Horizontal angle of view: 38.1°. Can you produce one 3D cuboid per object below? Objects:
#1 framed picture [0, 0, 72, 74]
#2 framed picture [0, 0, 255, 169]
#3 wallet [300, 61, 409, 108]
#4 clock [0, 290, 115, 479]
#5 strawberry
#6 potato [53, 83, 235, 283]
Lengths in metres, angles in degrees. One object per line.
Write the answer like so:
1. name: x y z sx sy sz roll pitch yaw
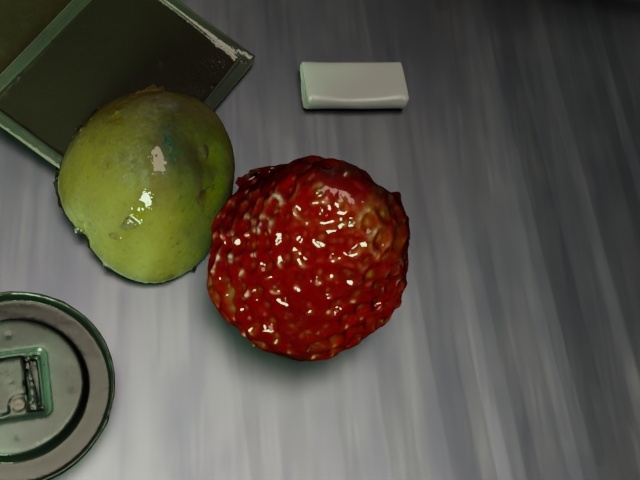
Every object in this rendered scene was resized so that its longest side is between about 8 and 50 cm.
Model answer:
1. framed picture: -0.379 -0.305 1.038 0.289 0.016 0.213 41 66 6
2. framed picture: -0.216 -0.172 1.006 0.197 0.014 0.252 36 64 -4
3. wallet: 0.038 -0.180 1.072 0.122 0.025 0.061 -2 70 -13
4. clock: -0.283 0.139 0.857 0.185 0.040 0.184 5 66 -11
5. strawberry: 0.000 0.000 0.866 0.205 0.244 0.205 6 64 -12
6. potato: -0.162 -0.071 0.922 0.182 0.117 0.202 25 65 -14
